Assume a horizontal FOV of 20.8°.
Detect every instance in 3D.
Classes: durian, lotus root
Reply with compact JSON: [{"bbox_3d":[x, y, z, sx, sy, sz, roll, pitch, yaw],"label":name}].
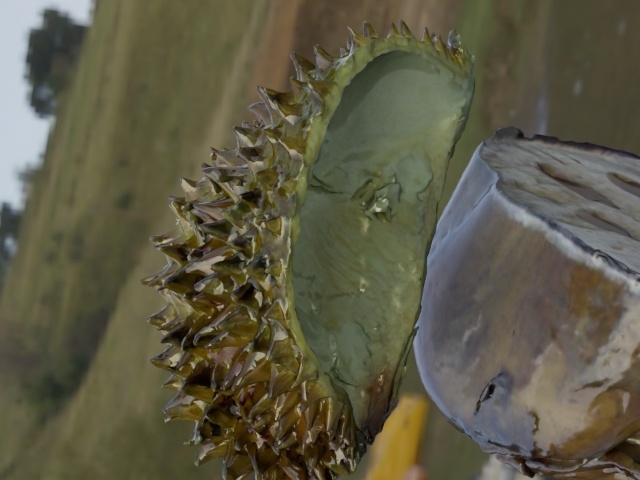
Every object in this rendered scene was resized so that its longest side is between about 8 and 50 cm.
[{"bbox_3d":[0.000,0.000,0.832,0.144,0.139,0.252,148,134,-64],"label":"durian"},{"bbox_3d":[0.186,0.062,1.051,0.272,0.272,0.192,-73,7,-77],"label":"lotus root"}]
